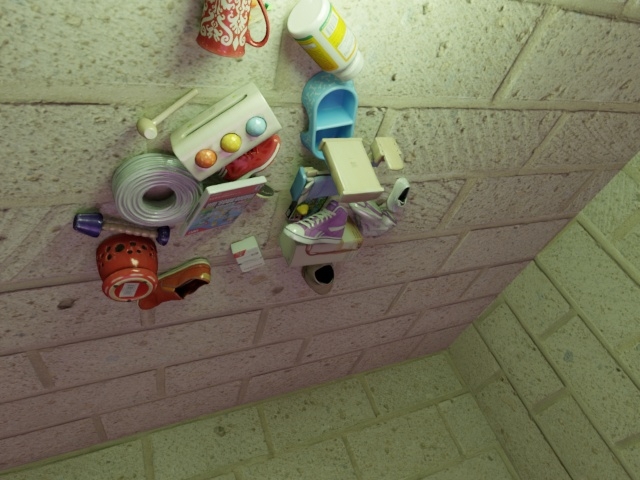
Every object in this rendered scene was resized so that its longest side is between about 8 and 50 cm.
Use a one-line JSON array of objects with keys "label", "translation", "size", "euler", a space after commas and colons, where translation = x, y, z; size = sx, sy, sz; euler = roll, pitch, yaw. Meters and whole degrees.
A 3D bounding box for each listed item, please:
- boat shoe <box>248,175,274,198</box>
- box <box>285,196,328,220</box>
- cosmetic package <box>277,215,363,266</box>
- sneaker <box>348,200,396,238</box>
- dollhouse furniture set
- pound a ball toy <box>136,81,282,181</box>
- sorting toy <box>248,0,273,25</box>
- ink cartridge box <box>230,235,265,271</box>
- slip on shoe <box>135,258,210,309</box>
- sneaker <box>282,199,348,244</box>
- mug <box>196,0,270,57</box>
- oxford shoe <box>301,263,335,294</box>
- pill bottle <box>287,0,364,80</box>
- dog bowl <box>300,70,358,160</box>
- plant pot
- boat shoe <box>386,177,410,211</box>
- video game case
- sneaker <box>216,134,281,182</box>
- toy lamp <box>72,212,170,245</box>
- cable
[{"label": "boat shoe", "translation": [-0.208, -0.182, 1.425], "size": [0.152, 0.056, 0.049], "euler": [15, 134, -44]}, {"label": "box", "translation": [-0.035, -0.155, 1.585], "size": [0.114, 0.036, 0.207], "euler": [2, 138, -34]}, {"label": "cosmetic package", "translation": [0.000, 0.000, 1.716], "size": [0.297, 0.153, 0.129], "euler": [-7, 140, -27]}, {"label": "sneaker", "translation": [0.194, -0.079, 1.758], "size": [0.152, 0.114, 0.305], "euler": [-41, 143, 19]}, {"label": "dollhouse furniture set", "translation": [0.088, -0.161, 1.405], "size": [0.287, 0.198, 0.303], "euler": [-8, 156, -25]}, {"label": "pound a ball toy", "translation": [-0.287, -0.294, 1.136], "size": [0.319, 0.135, 0.208], "euler": [-32, 138, 2]}, {"label": "sorting toy", "translation": [-0.154, -0.545, 1.010], "size": [0.083, 0.012, 0.062], "euler": [-26, 146, 2]}, {"label": "ink cartridge box", "translation": [-0.284, 0.054, 1.694], "size": [0.099, 0.056, 0.135], "euler": [-20, 145, -7]}, {"label": "slip on shoe", "translation": [-0.566, 0.187, 1.659], "size": [0.332, 0.101, 0.123], "euler": [-28, 148, 7]}, {"label": "sneaker", "translation": [-0.010, -0.074, 1.519], "size": [0.282, 0.102, 0.160], "euler": [-2, 118, -51]}, {"label": "mug", "translation": [-0.191, -0.513, 0.959], "size": [0.150, 0.113, 0.169], "euler": [-17, 143, -38]}, {"label": "oxford shoe", "translation": [-0.002, 0.162, 1.932], "size": [0.141, 0.146, 0.396], "euler": [-23, 146, -5]}, {"label": "pill bottle", "translation": [0.022, -0.500, 1.087], "size": [0.118, 0.117, 0.208], "euler": [-38, 143, 19]}, {"label": "dog bowl", "translation": [0.030, -0.367, 1.310], "size": [0.166, 0.074, 0.297], "euler": [-14, 144, -15]}, {"label": "plant pot", "translation": [-0.634, 0.097, 1.435], "size": [0.191, 0.174, 0.191], "euler": [-18, 147, -13]}, {"label": "boat shoe", "translation": [0.325, -0.173, 1.761], "size": [0.066, 0.063, 0.184], "euler": [-8, 142, -23]}, {"label": "video game case", "translation": [-0.314, -0.105, 1.370], "size": [0.204, 0.025, 0.285], "euler": [-20, 167, -41]}, {"label": "sneaker", "translation": [-0.231, -0.256, 1.288], "size": [0.221, 0.087, 0.128], "euler": [-39, 145, 18]}, {"label": "toy lamp", "translation": [-0.617, -0.034, 1.350], "size": [0.275, 0.080, 0.080], "euler": [11, 132, -40]}, {"label": "cable", "translation": [-0.479, -0.142, 1.281], "size": [0.257, 0.089, 0.257], "euler": [18, 128, -45]}]
